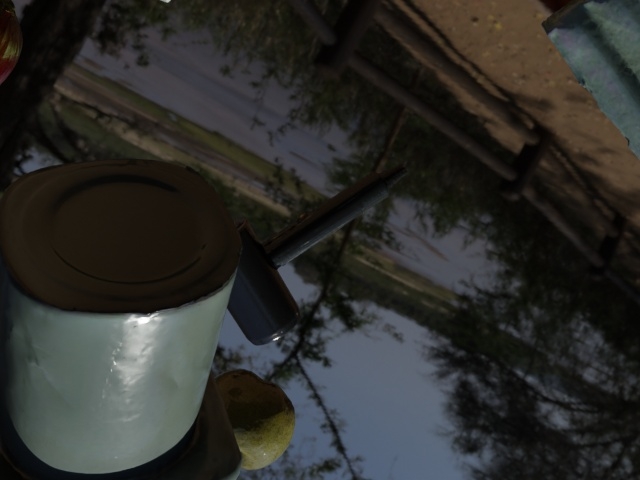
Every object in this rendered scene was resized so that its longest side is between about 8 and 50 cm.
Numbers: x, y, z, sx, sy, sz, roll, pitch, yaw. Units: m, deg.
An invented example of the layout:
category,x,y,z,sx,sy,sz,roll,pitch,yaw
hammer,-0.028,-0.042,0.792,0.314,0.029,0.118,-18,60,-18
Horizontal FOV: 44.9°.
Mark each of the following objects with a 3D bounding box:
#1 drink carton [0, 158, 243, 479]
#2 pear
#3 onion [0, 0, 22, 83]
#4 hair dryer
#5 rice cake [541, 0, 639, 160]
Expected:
category,x,y,z,sx,sy,sz,roll,pitch,yaw
drink carton,-0.149,0.058,0.523,0.185,0.190,0.191,-6,-135,-22
pear,-0.119,0.279,1.223,0.167,0.137,0.167,24,155,12
onion,-0.325,-0.186,0.686,0.117,0.118,0.118,49,172,-18
hair dryer,0.000,0.000,0.844,0.128,0.255,0.070,62,168,-16
rice cake,0.289,-0.122,0.667,0.226,0.085,0.040,55,-147,1
